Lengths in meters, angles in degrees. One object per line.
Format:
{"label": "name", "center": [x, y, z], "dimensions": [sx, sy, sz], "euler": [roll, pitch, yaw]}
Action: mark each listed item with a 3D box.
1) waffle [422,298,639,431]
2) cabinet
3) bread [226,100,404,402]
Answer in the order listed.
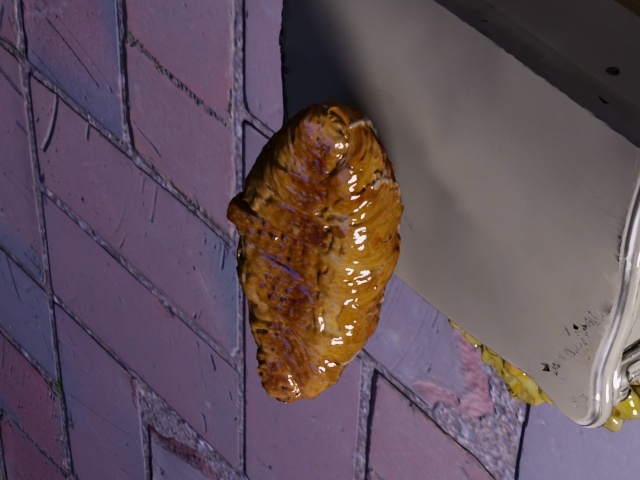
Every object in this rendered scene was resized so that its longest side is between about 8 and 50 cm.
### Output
{"label": "waffle", "center": [0.174, 0.033, 1.583], "dimensions": [0.262, 0.060, 0.280], "euler": [-1, 118, 54]}
{"label": "cabinet", "center": [0.184, -0.108, 1.159], "dimensions": [0.290, 0.318, 0.227], "euler": [39, 144, 31]}
{"label": "bread", "center": [0.000, 0.000, 1.138], "dimensions": [0.105, 0.076, 0.233], "euler": [30, 134, 23]}
